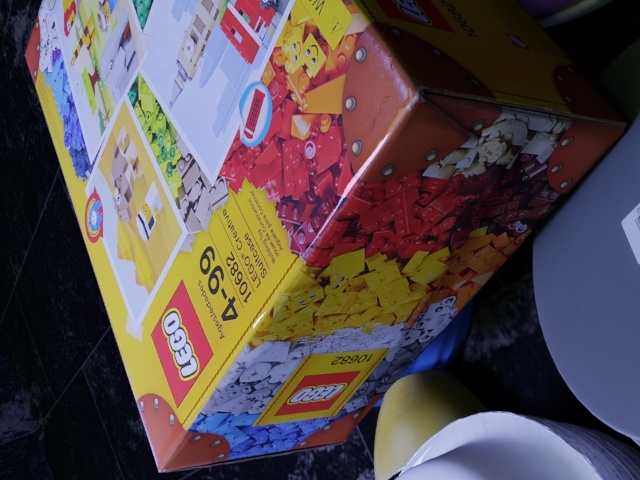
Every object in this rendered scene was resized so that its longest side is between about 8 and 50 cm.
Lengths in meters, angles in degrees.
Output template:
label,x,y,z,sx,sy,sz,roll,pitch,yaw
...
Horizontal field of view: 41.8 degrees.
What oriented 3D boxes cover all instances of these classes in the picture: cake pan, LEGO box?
label,x,y,z,sx,sy,sz,roll,pitch,yaw
cake pan,0.222,-0.007,0.495,0.293,0.054,0.293,-171,90,-70
LEGO box,-0.060,-0.131,0.702,0.372,0.193,0.500,-56,48,35

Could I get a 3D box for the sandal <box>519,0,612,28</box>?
label,x,y,z,sx,sy,sz,roll,pitch,yaw
sandal,0.191,-0.275,0.487,0.416,0.102,0.169,-39,70,55

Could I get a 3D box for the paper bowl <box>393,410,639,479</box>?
label,x,y,z,sx,sy,sz,roll,pitch,yaw
paper bowl,0.125,0.266,0.598,0.284,0.148,0.284,-34,48,48

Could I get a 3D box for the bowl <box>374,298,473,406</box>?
label,x,y,z,sx,sy,sz,roll,pitch,yaw
bowl,0.000,0.000,0.913,0.391,0.077,0.390,29,127,48

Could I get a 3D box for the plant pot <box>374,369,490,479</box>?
label,x,y,z,sx,sy,sz,roll,pitch,yaw
plant pot,0.107,0.182,0.802,0.134,0.134,0.095,117,146,-47
